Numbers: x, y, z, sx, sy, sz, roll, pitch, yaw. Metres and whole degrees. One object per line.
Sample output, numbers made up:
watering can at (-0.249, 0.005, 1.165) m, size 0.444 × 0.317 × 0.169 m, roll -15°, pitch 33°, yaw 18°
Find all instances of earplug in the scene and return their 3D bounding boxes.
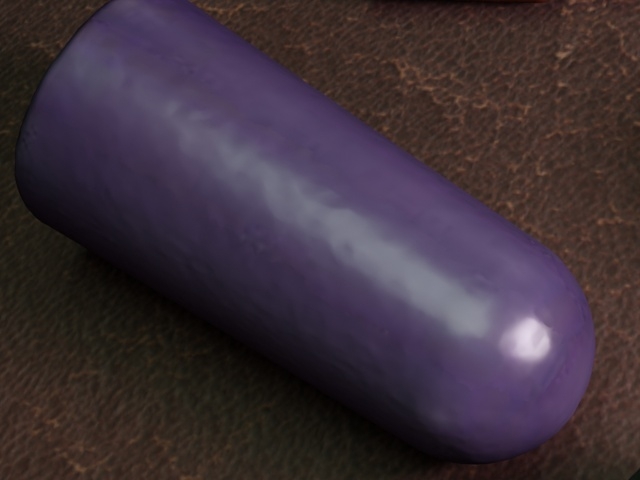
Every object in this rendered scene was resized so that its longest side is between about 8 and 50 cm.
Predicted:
earplug at (0.000, 0.000, 1.102) m, size 0.456 × 0.215 × 0.215 m, roll 32°, pitch 69°, yaw 24°

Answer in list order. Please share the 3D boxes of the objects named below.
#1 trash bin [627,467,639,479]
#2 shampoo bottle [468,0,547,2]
trash bin at (0.254, 0.196, 0.904) m, size 0.177 × 0.236 × 0.101 m, roll -53°, pitch 53°, yaw 28°
shampoo bottle at (0.161, -0.250, 1.298) m, size 0.244 × 0.085 × 0.085 m, roll 4°, pitch 59°, yaw 11°
